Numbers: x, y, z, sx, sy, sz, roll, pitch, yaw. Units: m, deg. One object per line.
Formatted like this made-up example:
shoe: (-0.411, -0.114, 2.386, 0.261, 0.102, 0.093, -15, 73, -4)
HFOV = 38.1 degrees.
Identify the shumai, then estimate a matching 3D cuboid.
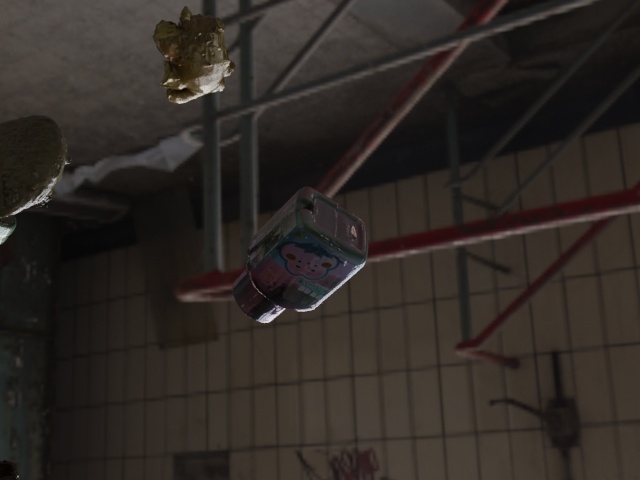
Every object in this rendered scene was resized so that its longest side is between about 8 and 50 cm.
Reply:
shumai: (-0.482, -0.101, 1.488, 0.201, 0.201, 0.120, -6, 146, 15)

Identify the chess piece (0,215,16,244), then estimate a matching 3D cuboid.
chess piece: (-0.656, 0.021, 1.575, 0.272, 0.139, 0.139, -43, 156, 6)

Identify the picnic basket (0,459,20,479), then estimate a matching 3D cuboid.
picnic basket: (-0.621, 0.514, 1.748, 0.110, 0.193, 0.055, -8, 141, -4)

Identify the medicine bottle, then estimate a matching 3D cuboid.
medicine bottle: (-0.036, 0.029, 1.260, 0.119, 0.094, 0.188, 32, 125, -23)

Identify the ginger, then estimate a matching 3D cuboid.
ginger: (-0.253, -0.375, 1.849, 0.157, 0.102, 0.216, -10, 134, -6)
